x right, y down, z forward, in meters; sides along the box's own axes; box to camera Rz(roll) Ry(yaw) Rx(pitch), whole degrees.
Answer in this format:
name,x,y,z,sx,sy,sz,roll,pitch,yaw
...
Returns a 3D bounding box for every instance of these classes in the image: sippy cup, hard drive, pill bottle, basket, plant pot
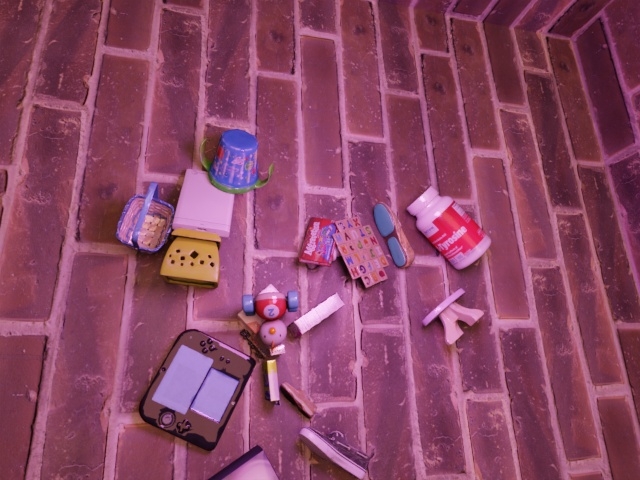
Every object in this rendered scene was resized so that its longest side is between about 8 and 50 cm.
name,x,y,z,sx,sy,sz,roll,pitch,yaw
sippy cup,-0.379,-0.369,1.929,0.305,0.224,0.240,-5,50,-27
hard drive,-0.504,-0.173,1.893,0.232,0.047,0.353,8,46,-13
pill bottle,0.634,-0.071,2.146,0.408,0.229,0.229,47,67,3
basket,-0.711,-0.080,1.747,0.200,0.289,0.255,17,69,-10
pill bottle,0.016,0.064,2.004,0.169,0.094,0.094,-19,78,-20
plant pot,-0.524,0.074,1.772,0.228,0.227,0.207,8,76,-13

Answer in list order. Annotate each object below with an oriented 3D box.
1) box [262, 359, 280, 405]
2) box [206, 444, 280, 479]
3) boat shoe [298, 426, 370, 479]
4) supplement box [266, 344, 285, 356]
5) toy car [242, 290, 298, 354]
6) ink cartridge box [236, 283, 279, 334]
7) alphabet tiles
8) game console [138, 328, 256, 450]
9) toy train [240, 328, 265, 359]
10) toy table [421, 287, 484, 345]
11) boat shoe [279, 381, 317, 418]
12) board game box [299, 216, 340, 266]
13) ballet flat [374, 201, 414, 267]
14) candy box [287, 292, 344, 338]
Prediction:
name,x,y,z,sx,sy,sz,roll,pitch,yaw
box,-0.204,0.588,1.763,0.042,0.109,0.179,-2,73,-20
box,-0.277,0.983,1.576,0.296,0.183,0.294,-28,80,-22
boat shoe,0.061,0.848,1.760,0.335,0.121,0.119,40,58,-12
supplement box,-0.190,0.468,1.812,0.062,0.098,0.036,-6,74,-17
toy car,-0.194,0.337,1.721,0.218,0.210,0.238,-4,74,-7
ink cartridge box,-0.254,0.299,1.868,0.115,0.067,0.198,46,68,2
alphabet tiles,0.197,0.048,2.040,0.285,0.011,0.343,-14,75,-46
game console,-0.489,0.586,1.714,0.341,0.060,0.387,28,68,-5
toy train,-0.286,0.445,1.834,0.036,0.027,0.158,-37,84,-33
toy table,0.629,0.364,2.013,0.274,0.252,0.161,-37,68,-14
boat shoe,-0.090,0.660,1.802,0.190,0.068,0.072,49,54,-6
board game box,0.000,0.000,1.980,0.144,0.027,0.282,8,45,6
ballet flat,0.373,-0.031,2.135,0.123,0.123,0.349,-17,77,-20
candy box,-0.021,0.330,1.872,0.233,0.159,0.071,-31,81,-21
